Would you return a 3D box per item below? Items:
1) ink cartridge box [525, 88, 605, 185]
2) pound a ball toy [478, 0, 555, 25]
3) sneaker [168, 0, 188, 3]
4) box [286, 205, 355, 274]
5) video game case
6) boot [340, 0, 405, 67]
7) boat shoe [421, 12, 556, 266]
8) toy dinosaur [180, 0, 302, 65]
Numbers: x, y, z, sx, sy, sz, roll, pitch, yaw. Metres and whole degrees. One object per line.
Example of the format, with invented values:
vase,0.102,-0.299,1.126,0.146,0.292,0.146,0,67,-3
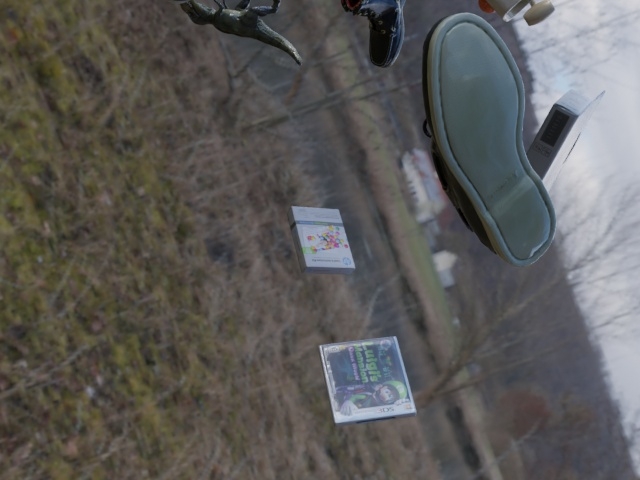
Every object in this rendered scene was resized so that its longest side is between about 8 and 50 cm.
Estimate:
ink cartridge box,0.478,-0.185,1.925,0.239,0.060,0.275,-38,155,-55
pound a ball toy,0.402,-0.631,2.208,0.319,0.136,0.208,50,17,6
sneaker,-0.265,-0.640,1.802,0.147,0.145,0.384,161,-68,-71
box,0.000,0.000,2.424,0.038,0.145,0.186,-50,-135,48
video game case,0.096,0.294,1.952,0.022,0.173,0.190,96,-15,-51
boot,0.107,-0.488,2.015,0.178,0.085,0.236,-21,126,-49
boat shoe,0.179,-0.119,1.092,0.113,0.127,0.340,35,-17,53
toy dinosaur,-0.140,-0.452,1.857,0.064,0.268,0.118,-21,134,-85
